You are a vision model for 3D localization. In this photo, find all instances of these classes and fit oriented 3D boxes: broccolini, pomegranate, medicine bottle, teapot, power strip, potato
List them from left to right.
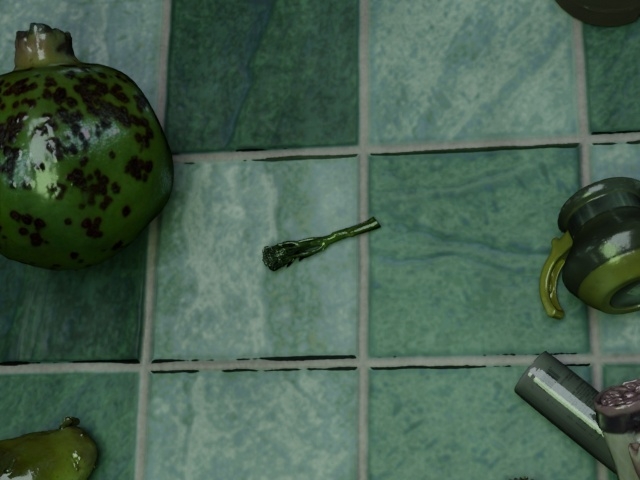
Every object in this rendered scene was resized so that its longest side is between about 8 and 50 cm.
[{"bbox_3d":[-0.348,0.271,1.214,0.225,0.090,0.117,-26,64,-5],"label":"potato"},{"bbox_3d":[-0.287,-0.101,1.232,0.254,0.254,0.271,-3,93,9],"label":"pomegranate"},{"bbox_3d":[0.000,0.000,1.261,0.140,0.035,0.030,-19,75,3],"label":"broccolini"},{"bbox_3d":[0.296,0.015,1.167,0.165,0.130,0.119,-38,51,31],"label":"teapot"},{"bbox_3d":[0.291,0.195,1.138,0.199,0.057,0.058,38,83,18],"label":"medicine bottle"},{"bbox_3d":[0.332,-0.329,1.276,0.154,0.078,0.154,-3,74,10],"label":"power strip"}]

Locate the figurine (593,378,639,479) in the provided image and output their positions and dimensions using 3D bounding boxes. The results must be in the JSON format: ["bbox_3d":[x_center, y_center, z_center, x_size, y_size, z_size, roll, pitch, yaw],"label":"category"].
[{"bbox_3d":[0.443,0.188,1.021,0.361,0.211,0.253,-25,56,-6],"label":"figurine"}]

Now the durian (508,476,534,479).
[{"bbox_3d":[0.201,0.281,1.117,0.080,0.080,0.091,-7,52,8],"label":"durian"}]
